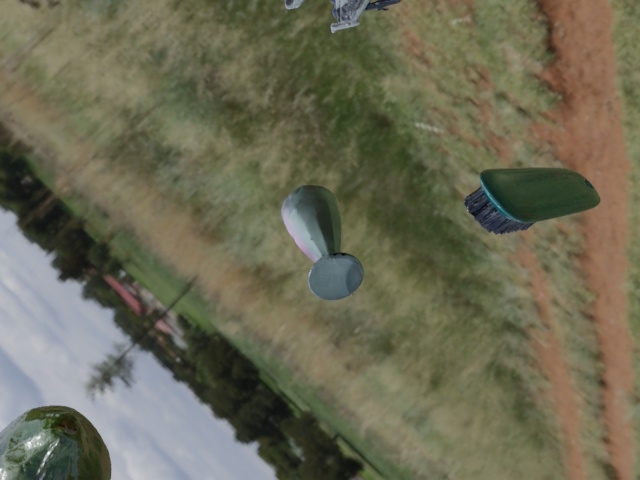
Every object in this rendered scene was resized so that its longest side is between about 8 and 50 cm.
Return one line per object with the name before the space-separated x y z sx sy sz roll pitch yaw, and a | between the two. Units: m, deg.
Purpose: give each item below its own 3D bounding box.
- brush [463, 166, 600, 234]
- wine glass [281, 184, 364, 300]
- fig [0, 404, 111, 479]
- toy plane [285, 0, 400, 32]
brush | 0.149 -0.027 0.658 0.043 0.032 0.193 55 -152 16
wine glass | 0.000 0.000 1.115 0.073 0.073 0.155 49 -168 -31
fig | -0.242 0.204 0.885 0.123 0.156 0.123 24 -140 -22
toy plane | 0.055 -0.288 0.947 0.082 0.234 0.159 46 -140 -77
